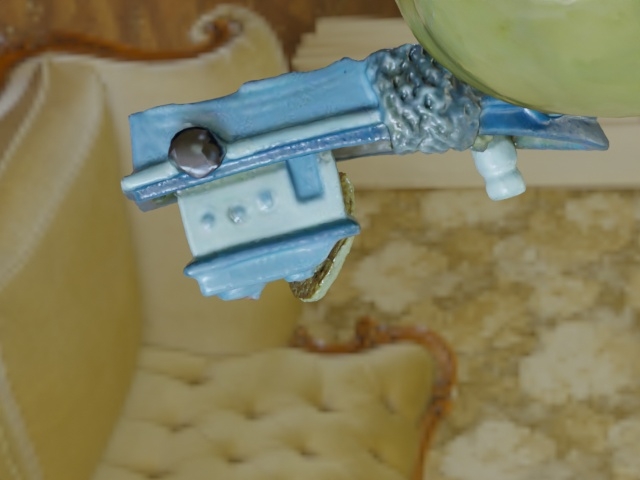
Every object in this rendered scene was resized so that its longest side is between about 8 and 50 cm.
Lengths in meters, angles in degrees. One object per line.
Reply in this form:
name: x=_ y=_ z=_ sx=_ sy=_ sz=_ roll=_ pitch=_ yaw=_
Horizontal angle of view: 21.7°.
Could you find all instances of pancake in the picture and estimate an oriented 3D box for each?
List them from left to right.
pancake: x=0.000 y=0.000 z=1.255 sx=0.108 sy=0.017 sz=0.108 roll=-164 pitch=-90 yaw=-70

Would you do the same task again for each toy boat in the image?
toy boat: x=0.025 y=-0.037 z=0.809 sx=0.109 sy=0.237 sz=0.098 roll=141 pitch=-66 yaw=-85

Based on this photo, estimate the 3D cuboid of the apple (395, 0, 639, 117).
apple: x=0.126 y=-0.187 z=0.661 sx=0.279 sy=0.279 sz=0.279 roll=-1 pitch=90 yaw=-70
